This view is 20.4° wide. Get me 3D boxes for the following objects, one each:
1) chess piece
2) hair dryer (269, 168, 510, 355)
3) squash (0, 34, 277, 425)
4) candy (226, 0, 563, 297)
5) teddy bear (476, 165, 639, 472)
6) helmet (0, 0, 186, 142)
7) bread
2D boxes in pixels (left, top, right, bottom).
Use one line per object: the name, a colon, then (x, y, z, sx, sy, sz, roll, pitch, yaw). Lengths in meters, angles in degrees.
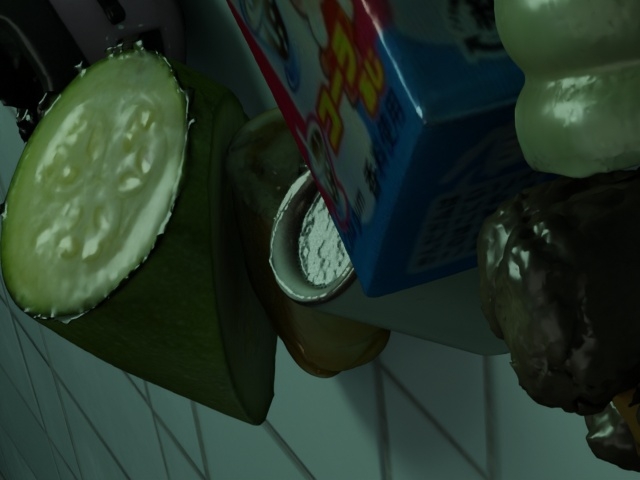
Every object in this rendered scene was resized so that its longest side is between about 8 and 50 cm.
chess piece: (0.098, -0.151, 0.552, 0.133, 0.133, 0.243, 5, 113, 68)
hair dryer: (0.026, -0.051, 0.900, 0.073, 0.131, 0.236, -45, 45, 30)
squash: (-0.055, 0.008, 1.106, 0.260, 0.189, 0.189, 28, -171, -41)
candy: (0.010, -0.146, 0.762, 0.157, 0.100, 0.306, 104, 144, -63)
teddy bear: (0.135, 0.060, 0.575, 0.177, 0.140, 0.190, 58, -163, -88)
helmet: (-0.168, -0.137, 1.214, 0.198, 0.154, 0.253, 57, -179, -4)
bread: (0.000, 0.000, 1.036, 0.119, 0.084, 0.177, 53, 159, 36)
